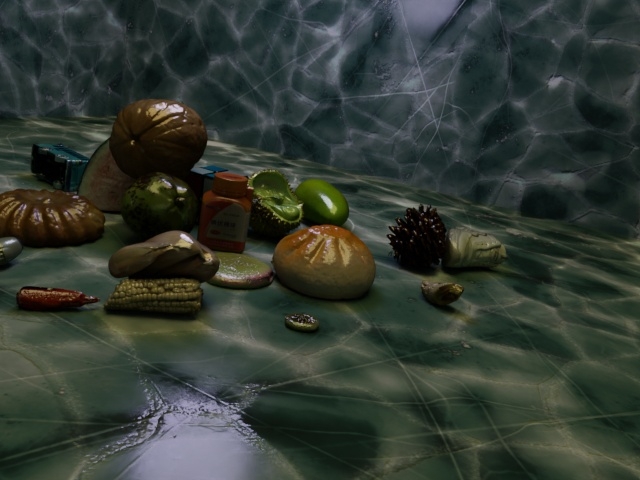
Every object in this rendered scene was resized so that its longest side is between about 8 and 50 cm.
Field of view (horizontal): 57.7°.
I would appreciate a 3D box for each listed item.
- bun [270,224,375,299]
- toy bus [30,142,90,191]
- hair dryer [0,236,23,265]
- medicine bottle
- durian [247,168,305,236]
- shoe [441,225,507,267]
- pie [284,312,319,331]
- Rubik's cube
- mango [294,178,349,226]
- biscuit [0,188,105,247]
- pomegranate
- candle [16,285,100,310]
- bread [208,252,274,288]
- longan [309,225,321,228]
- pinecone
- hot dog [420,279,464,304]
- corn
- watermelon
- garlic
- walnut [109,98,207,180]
[{"bbox_3d":[0.013,0.040,1.634,0.298,0.165,0.299,9,15,-2],"label":"bun"},{"bbox_3d":[-0.955,-0.274,2.156,0.256,0.129,0.147,24,20,34],"label":"toy bus"},{"bbox_3d":[-0.827,0.034,1.358,0.199,0.068,0.167,2,21,11],"label":"hair dryer"},{"bbox_3d":[-0.287,-0.087,1.766,0.149,0.222,0.112,9,17,-7],"label":"medicine bottle"},{"bbox_3d":[-0.173,-0.117,1.959,0.237,0.176,0.200,47,37,-9],"label":"durian"},{"bbox_3d":[0.547,0.032,2.038,0.210,0.132,0.342,14,13,20],"label":"shoe"},{"bbox_3d":[-0.044,0.188,1.355,0.084,0.021,0.084,10,16,-3],"label":"pie"},{"bbox_3d":[-0.367,-0.151,2.007,0.183,0.180,0.167,19,19,20],"label":"Rubik's cube"},{"bbox_3d":[0.006,-0.138,2.232,0.192,0.156,0.343,3,19,-21],"label":"mango"},{"bbox_3d":[-0.783,-0.075,1.654,0.325,0.107,0.326,10,20,-4],"label":"biscuit"},{"bbox_3d":[-0.487,-0.108,1.736,0.222,0.204,0.276,32,4,-38],"label":"pomegranate"},{"bbox_3d":[-0.552,0.127,1.229,0.162,0.048,0.053,5,52,-19],"label":"candle"},{"bbox_3d":[-0.237,0.076,1.589,0.228,0.034,0.228,11,18,-3],"label":"bread"},{"bbox_3d":[0.000,0.000,1.882,0.113,0.092,0.113,12,4,-1],"label":"longan"},{"bbox_3d":[0.317,-0.012,1.925,0.221,0.222,0.221,9,16,-3],"label":"pinecone"},{"bbox_3d":[0.336,0.151,1.636,0.078,0.061,0.169,37,-17,-23],"label":"hot dog"},{"bbox_3d":[-0.365,0.118,1.282,0.210,0.087,0.087,7,17,-15],"label":"corn"},{"bbox_3d":[-0.680,-0.166,2.001,0.293,0.250,0.283,59,4,14],"label":"watermelon"},{"bbox_3d":[-0.342,0.044,1.346,0.227,0.110,0.217,-10,-23,12],"label":"garlic"},{"bbox_3d":[-0.502,-0.308,1.825,0.251,0.277,0.313,27,9,9],"label":"walnut"}]
